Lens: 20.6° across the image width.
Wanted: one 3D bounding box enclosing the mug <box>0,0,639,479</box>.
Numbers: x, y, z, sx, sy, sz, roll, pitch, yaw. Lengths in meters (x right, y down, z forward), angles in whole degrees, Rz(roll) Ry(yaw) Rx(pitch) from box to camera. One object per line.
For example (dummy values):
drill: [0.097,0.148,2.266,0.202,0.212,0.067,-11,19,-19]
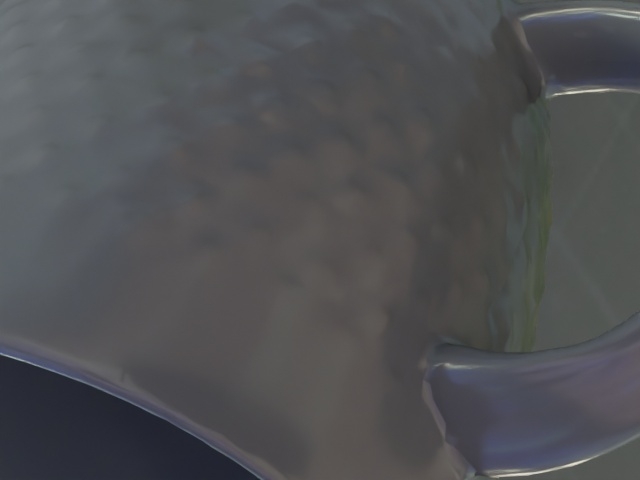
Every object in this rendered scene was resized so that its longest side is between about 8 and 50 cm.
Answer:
mug: [0.000,0.000,0.703,0.276,0.374,0.328,59,-139,-37]
